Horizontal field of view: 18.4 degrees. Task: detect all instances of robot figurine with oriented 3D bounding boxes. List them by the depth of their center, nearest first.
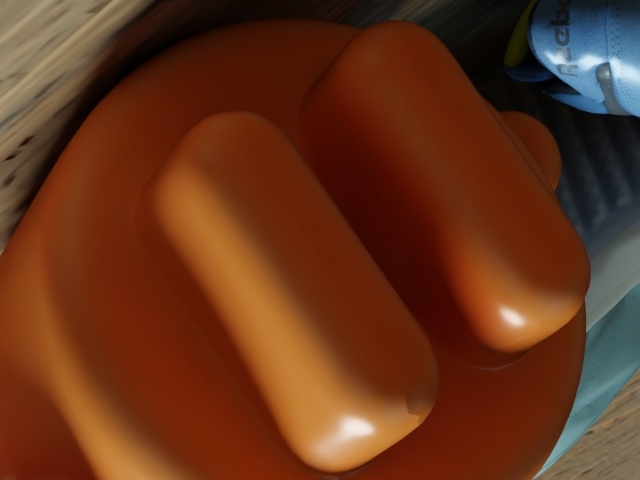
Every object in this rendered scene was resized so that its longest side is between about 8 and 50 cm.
[{"bbox_3d":[-0.021,0.029,0.476,0.219,0.128,0.158,134,-26,-63],"label":"robot figurine"}]

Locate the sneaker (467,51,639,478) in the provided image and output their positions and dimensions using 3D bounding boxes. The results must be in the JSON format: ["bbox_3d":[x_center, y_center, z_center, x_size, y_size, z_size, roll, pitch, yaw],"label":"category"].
[{"bbox_3d":[0.021,0.063,0.695,0.366,0.135,0.150,-30,137,-33],"label":"sneaker"}]

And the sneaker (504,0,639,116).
[{"bbox_3d":[0.103,-0.078,0.652,0.082,0.069,0.209,-2,-172,8],"label":"sneaker"}]
